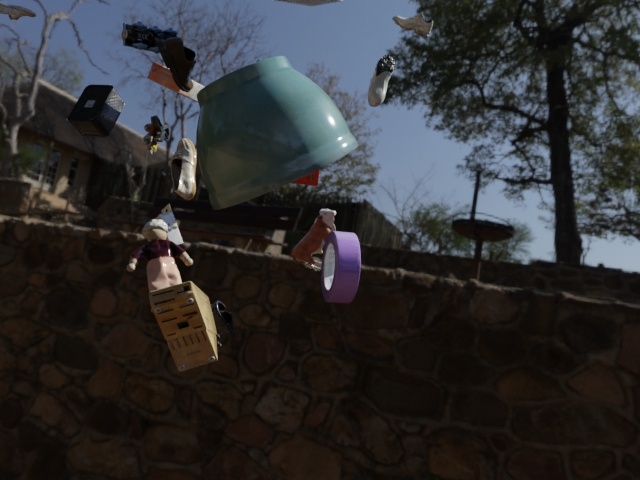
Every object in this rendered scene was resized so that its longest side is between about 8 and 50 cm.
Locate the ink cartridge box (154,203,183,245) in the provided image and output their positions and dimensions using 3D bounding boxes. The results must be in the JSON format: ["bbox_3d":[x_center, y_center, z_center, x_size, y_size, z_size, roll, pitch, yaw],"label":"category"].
[{"bbox_3d":[-0.654,-0.053,1.925,0.061,0.182,0.104,-18,-4,-41],"label":"ink cartridge box"}]

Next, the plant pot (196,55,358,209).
[{"bbox_3d":[-0.103,-0.205,0.823,0.292,0.197,0.293,-22,15,6],"label":"plant pot"}]

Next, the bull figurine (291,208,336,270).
[{"bbox_3d":[0.000,0.000,2.134,0.188,0.310,0.101,44,16,6],"label":"bull figurine"}]

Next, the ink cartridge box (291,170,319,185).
[{"bbox_3d":[-0.115,-0.287,1.516,0.232,0.189,0.066,6,1,1],"label":"ink cartridge box"}]

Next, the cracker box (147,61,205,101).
[{"bbox_3d":[-0.502,-0.573,1.700,0.155,0.067,0.232,28,10,18],"label":"cracker box"}]

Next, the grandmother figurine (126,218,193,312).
[{"bbox_3d":[-0.546,0.073,1.544,0.207,0.343,0.104,0,-34,-31],"label":"grandmother figurine"}]

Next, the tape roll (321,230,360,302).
[{"bbox_3d":[0.073,0.103,1.757,0.090,0.275,0.275,6,-6,-11],"label":"tape roll"}]

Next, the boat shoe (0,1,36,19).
[{"bbox_3d":[-0.761,-0.563,1.126,0.100,0.035,0.035,-2,15,-38],"label":"boat shoe"}]

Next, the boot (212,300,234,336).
[{"bbox_3d":[-0.422,0.360,1.690,0.222,0.118,0.338,-13,-34,-6],"label":"boot"}]

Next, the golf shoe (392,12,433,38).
[{"bbox_3d":[0.387,-0.916,1.900,0.176,0.069,0.086,14,-53,-18],"label":"golf shoe"}]

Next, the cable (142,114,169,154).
[{"bbox_3d":[-0.656,-0.439,1.813,0.072,0.140,0.287,-4,24,-10],"label":"cable"}]

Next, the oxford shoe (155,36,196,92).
[{"bbox_3d":[-0.423,-0.538,1.410,0.096,0.083,0.227,-24,-11,-7],"label":"oxford shoe"}]

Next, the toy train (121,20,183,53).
[{"bbox_3d":[-0.513,-0.609,1.382,0.184,0.080,0.105,-10,21,-43],"label":"toy train"}]

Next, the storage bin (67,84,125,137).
[{"bbox_3d":[-0.813,-0.473,1.658,0.121,0.180,0.084,6,-28,13],"label":"storage bin"}]

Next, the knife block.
[{"bbox_3d":[-0.301,0.163,1.049,0.088,0.276,0.242,-15,31,-9],"label":"knife block"}]

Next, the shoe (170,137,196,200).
[{"bbox_3d":[-0.424,-0.229,1.399,0.076,0.219,0.058,-30,-30,34],"label":"shoe"}]

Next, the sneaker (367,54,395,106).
[{"bbox_3d":[0.255,-0.688,1.958,0.085,0.238,0.086,21,-9,-15],"label":"sneaker"}]
